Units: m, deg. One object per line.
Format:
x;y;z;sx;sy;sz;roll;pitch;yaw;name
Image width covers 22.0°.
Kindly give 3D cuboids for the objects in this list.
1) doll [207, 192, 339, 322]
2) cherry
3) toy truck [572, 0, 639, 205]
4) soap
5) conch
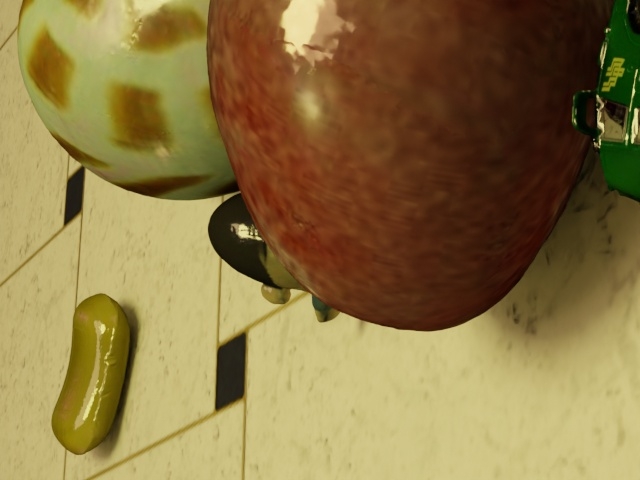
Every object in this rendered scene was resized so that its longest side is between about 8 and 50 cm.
0.000;0.000;1.046;0.179;0.089;0.102;11;90;40;doll
0.044;-0.095;0.839;0.236;0.212;0.285;-40;-38;-61;cherry
0.205;-0.044;0.639;0.259;0.088;0.121;17;95;63;toy truck
-0.197;0.115;1.423;0.089;0.045;0.140;9;87;61;soap
-0.078;-0.125;1.121;0.368;0.249;0.197;-101;15;-88;conch
